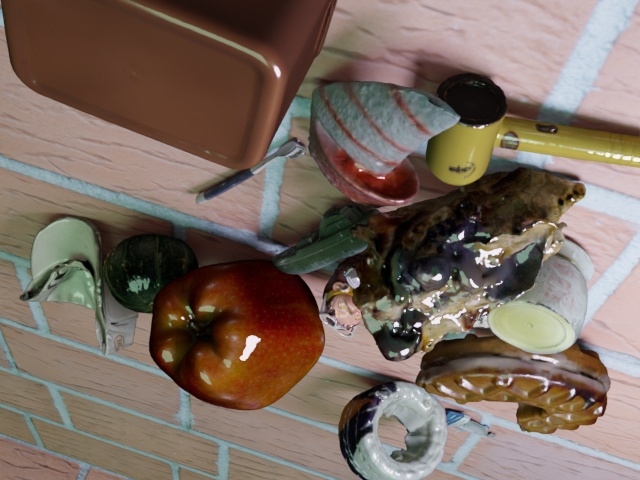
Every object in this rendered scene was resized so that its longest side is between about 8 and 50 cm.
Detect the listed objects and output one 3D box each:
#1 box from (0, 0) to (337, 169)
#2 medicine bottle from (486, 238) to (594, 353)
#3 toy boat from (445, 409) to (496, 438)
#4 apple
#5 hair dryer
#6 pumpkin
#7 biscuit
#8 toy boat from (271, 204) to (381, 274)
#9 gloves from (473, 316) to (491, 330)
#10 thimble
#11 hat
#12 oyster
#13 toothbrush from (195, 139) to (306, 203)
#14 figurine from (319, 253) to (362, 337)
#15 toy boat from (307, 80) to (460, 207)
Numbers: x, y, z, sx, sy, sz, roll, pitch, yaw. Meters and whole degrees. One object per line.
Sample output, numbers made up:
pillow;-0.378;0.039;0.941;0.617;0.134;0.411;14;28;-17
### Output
box;-0.168;-0.269;0.955;0.339;0.229;0.239;21;147;-2
medicine bottle;0.341;0.081;1.276;0.147;0.143;0.147;17;145;12
toy boat;0.338;0.428;1.885;0.149;0.034;0.105;18;149;4
apple;-0.152;0.170;1.514;0.288;0.288;0.317;-3;169;31
hair dryer;0.281;-0.125;1.073;0.279;0.090;0.135;9;146;5
pumpkin;-0.329;0.063;1.601;0.190;0.146;0.190;-10;141;-8
biscuit;0.379;0.261;1.499;0.366;0.115;0.268;21;152;-29
toy boat;0.000;0.000;1.405;0.260;0.078;0.085;-24;103;46
gloves;0.263;0.110;1.426;0.153;0.070;0.114;4;144;23
thimble;0.166;0.426;1.814;0.237;0.237;0.150;28;150;-13
hat;-0.487;0.076;1.739;0.258;0.168;0.301;27;127;21
oyster;0.217;0.036;1.164;0.361;0.096;0.221;-19;107;6
toothbrush;-0.122;-0.109;1.356;0.026;0.024;0.288;25;149;-34
figurine;0.099;0.079;1.429;0.175;0.115;0.240;35;139;-26
toy boat;0.081;-0.145;1.082;0.206;0.096;0.282;49;159;-4
